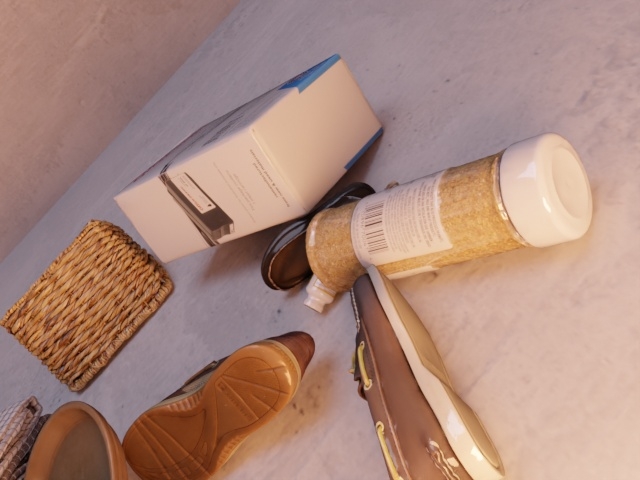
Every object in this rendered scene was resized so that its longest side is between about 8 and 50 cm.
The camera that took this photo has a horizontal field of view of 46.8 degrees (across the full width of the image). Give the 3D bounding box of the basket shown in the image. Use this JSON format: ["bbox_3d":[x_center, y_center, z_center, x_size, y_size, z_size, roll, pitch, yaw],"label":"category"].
[{"bbox_3d":[-0.461,0.138,1.546,0.299,0.223,0.213,-49,-4,-4],"label":"basket"}]

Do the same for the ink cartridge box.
[{"bbox_3d":[-0.130,-0.135,1.303,0.395,0.166,0.285,-17,23,43],"label":"ink cartridge box"}]

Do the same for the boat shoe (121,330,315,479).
[{"bbox_3d":[-0.135,0.224,1.003,0.342,0.123,0.123,-43,-4,29],"label":"boat shoe"}]

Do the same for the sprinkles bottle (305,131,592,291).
[{"bbox_3d":[0.141,-0.023,0.907,0.356,0.121,0.121,-17,41,43],"label":"sprinkles bottle"}]

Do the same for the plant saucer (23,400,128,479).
[{"bbox_3d":[-0.352,0.371,1.056,0.278,0.041,0.277,-15,68,43],"label":"plant saucer"}]

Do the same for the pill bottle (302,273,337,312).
[{"bbox_3d":[0.007,0.061,1.058,0.043,0.043,0.083,14,72,58],"label":"pill bottle"}]

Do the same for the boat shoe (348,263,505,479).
[{"bbox_3d":[0.082,0.144,0.789,0.097,0.116,0.324,-38,35,10],"label":"boat shoe"}]

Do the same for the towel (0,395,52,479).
[{"bbox_3d":[-0.606,0.435,1.302,0.235,0.121,0.283,-26,24,20],"label":"towel"}]

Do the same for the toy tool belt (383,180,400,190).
[{"bbox_3d":[0.109,-0.040,1.060,0.051,0.052,0.083,24,74,27],"label":"toy tool belt"}]

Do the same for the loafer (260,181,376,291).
[{"bbox_3d":[0.000,0.000,1.109,0.220,0.080,0.078,-43,28,7],"label":"loafer"}]
